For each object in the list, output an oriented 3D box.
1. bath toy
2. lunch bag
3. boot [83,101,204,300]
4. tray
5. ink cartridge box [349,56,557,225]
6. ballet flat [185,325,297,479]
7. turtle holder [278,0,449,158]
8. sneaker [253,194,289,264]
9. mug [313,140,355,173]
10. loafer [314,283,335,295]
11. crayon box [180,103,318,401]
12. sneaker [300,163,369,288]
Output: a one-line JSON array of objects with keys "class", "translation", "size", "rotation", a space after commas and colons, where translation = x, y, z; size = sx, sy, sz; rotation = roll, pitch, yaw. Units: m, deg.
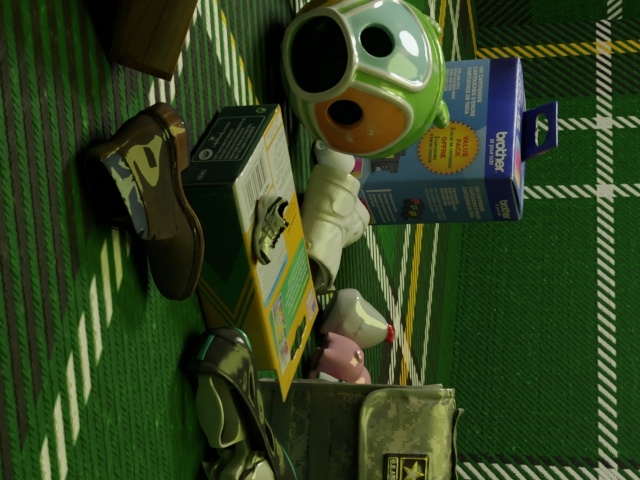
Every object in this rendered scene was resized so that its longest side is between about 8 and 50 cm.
[{"class": "bath toy", "translation": [0.039, 0.234, 1.741], "size": [0.348, 0.129, 0.151], "rotation": [-74, -168, -45]}, {"class": "lunch bag", "translation": [0.046, 0.307, 1.449], "size": [0.169, 0.287, 0.235], "rotation": [23, 68, -74]}, {"class": "boot", "translation": [-0.181, -0.020, 1.070], "size": [0.106, 0.082, 0.219], "rotation": [-36, 131, -46]}, {"class": "tray", "translation": [-0.118, -0.383, 1.107], "size": [0.203, 0.076, 0.410], "rotation": [122, -16, -51]}, {"class": "ink cartridge box", "translation": [0.227, -0.178, 1.936], "size": [0.151, 0.396, 0.269], "rotation": [64, 29, -58]}, {"class": "ballet flat", "translation": [-0.104, 0.238, 1.289], "size": [0.096, 0.095, 0.280], "rotation": [-49, 127, -54]}, {"class": "turtle holder", "translation": [0.056, -0.289, 1.613], "size": [0.227, 0.243, 0.320], "rotation": [8, 91, -58]}, {"class": "sneaker", "translation": [-0.055, -0.013, 1.245], "size": [0.032, 0.037, 0.083], "rotation": [34, 58, -73]}, {"class": "mug", "translation": [0.013, -0.148, 1.818], "size": [0.062, 0.078, 0.064], "rotation": [-50, 140, -16]}, {"class": "loafer", "translation": [-0.003, 0.066, 1.763], "size": [0.125, 0.045, 0.039], "rotation": [44, 30, -78]}, {"class": "crayon box", "translation": [-0.086, 0.017, 1.357], "size": [0.203, 0.083, 0.322], "rotation": [-68, 153, -54]}, {"class": "sneaker", "translation": [0.000, 0.000, 1.693], "size": [0.292, 0.108, 0.169], "rotation": [64, 46, -75]}]
